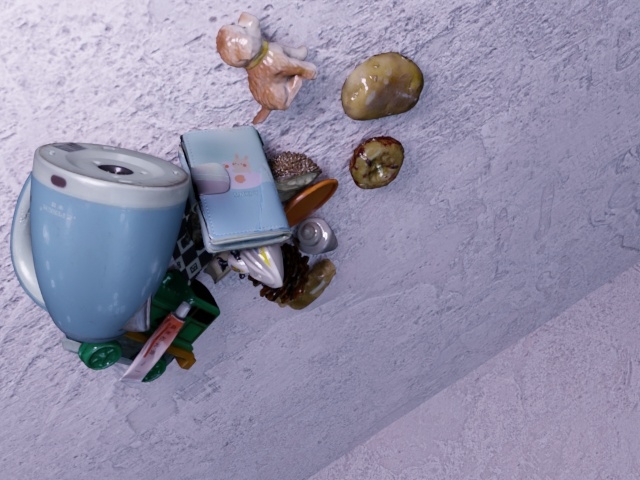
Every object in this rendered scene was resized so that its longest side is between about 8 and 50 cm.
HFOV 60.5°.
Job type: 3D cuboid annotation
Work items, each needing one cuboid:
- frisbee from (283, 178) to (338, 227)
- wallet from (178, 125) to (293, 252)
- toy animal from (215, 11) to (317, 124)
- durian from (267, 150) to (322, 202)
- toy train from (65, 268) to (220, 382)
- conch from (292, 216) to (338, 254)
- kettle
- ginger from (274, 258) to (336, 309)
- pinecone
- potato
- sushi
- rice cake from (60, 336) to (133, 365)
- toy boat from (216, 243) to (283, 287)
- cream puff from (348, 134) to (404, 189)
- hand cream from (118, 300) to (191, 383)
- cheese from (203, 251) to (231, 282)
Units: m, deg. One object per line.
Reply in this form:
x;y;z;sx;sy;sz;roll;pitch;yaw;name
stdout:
-0.040;-0.092;1.321;0.192;0.035;0.192;-35;170;-7;frisbee
-0.170;-0.104;1.067;0.176;0.250;0.075;-10;157;-23;wallet
-0.130;-0.306;1.011;0.185;0.104;0.184;11;130;-49;toy animal
-0.089;-0.146;1.209;0.148;0.091;0.188;-34;172;35;durian
-0.405;0.166;1.246;0.249;0.178;0.429;-45;143;1;toy train
-0.009;-0.007;1.457;0.104;0.094;0.176;-56;167;5;conch
-0.419;0.010;0.985;0.247;0.319;0.342;-31;140;-65;kettle
-0.036;0.143;1.576;0.205;0.081;0.115;-28;111;4;ginger
-0.110;0.078;1.394;0.173;0.173;0.174;-21;140;-18;pinecone
0.146;-0.324;1.218;0.200;0.081;0.164;-18;140;-18;potato
-0.280;-0.034;1.215;0.193;0.040;0.210;-52;150;-27;sushi
-0.519;0.276;1.350;0.226;0.085;0.040;34;62;-52;rice cake
-0.159;-0.006;1.168;0.140;0.269;0.141;-10;140;-9;toy boat
0.131;-0.196;1.338;0.149;0.084;0.149;-19;136;-20;cream puff
-0.354;0.223;1.191;0.052;0.038;0.216;35;93;-26;hand cream
-0.224;0.048;1.305;0.092;0.047;0.171;-45;-177;-37;cheese
